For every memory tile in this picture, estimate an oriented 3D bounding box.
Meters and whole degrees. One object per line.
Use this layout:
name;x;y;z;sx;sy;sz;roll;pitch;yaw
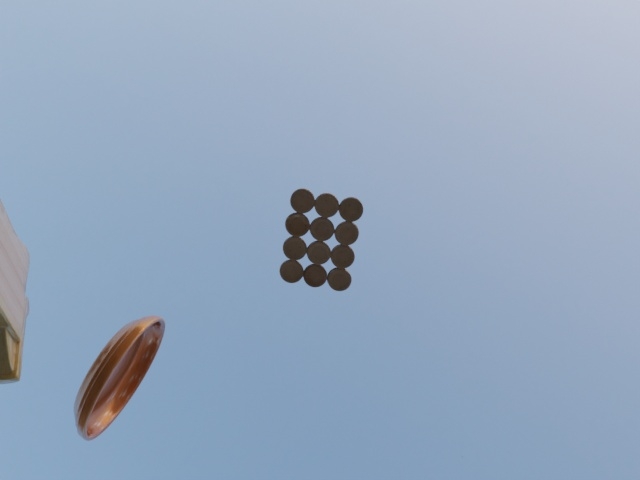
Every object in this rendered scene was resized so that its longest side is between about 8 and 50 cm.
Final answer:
memory tile;0.000;0.000;0.901;0.113;0.012;0.147;9;-77;-3

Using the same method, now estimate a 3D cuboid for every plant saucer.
plant saucer;-0.299;0.195;0.884;0.037;0.200;0.199;27;-102;3

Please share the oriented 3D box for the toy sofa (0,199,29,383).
toy sofa;-0.416;0.009;0.604;0.150;0.362;0.177;-4;-122;-14
